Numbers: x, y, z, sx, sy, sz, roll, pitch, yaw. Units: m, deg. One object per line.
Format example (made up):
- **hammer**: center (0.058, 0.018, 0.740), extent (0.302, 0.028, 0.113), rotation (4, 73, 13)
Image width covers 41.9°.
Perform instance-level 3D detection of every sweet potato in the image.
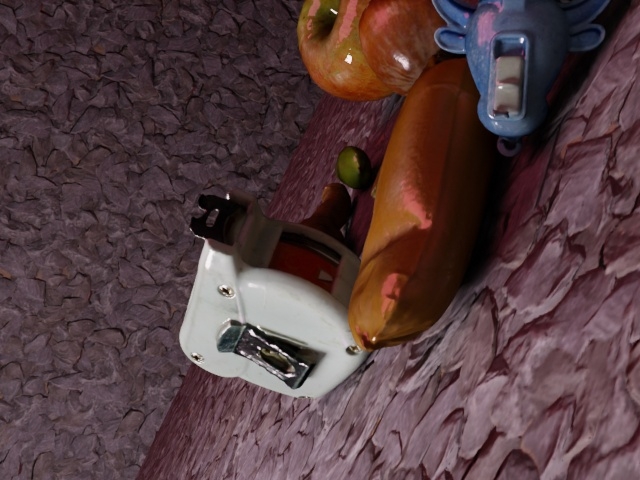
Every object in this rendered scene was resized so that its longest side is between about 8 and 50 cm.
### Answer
- **sweet potato**: center (0.000, 0.000, 1.395), extent (0.109, 0.109, 0.385), rotation (-58, 4, 20)

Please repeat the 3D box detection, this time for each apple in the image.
- **apple**: center (0.100, -0.414, 1.662), extent (0.277, 0.250, 0.309), rotation (-31, 51, 44)

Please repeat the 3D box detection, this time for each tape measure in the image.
- **tape measure**: center (-0.055, 0.084, 0.996), extent (0.243, 0.246, 0.125), rotation (113, 179, -50)

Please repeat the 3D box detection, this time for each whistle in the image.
- **whistle**: center (0.190, -0.215, 0.805), extent (0.093, 0.180, 0.268), rotation (-5, -80, -69)

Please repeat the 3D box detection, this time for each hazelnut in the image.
- **hazelnut**: center (0.143, -0.320, 1.321), extent (0.182, 0.182, 0.182), rotation (-59, 10, 17)

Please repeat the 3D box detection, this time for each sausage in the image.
- **sausage**: center (0.108, -0.030, 0.858), extent (0.134, 0.116, 0.353), rotation (-26, 38, 51)

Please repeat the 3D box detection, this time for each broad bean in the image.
- **broad bean**: center (0.055, -0.136, 1.560), extent (0.325, 0.067, 0.075), rotation (-129, 51, -83)

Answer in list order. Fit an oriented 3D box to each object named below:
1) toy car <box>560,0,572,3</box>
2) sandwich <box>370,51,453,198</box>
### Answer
- **toy car**: center (0.259, -0.286, 0.876), extent (0.170, 0.080, 0.070), rotation (-65, 8, -13)
- **sandwich**: center (0.136, -0.146, 1.182), extent (0.212, 0.063, 0.245), rotation (-59, 8, 24)
